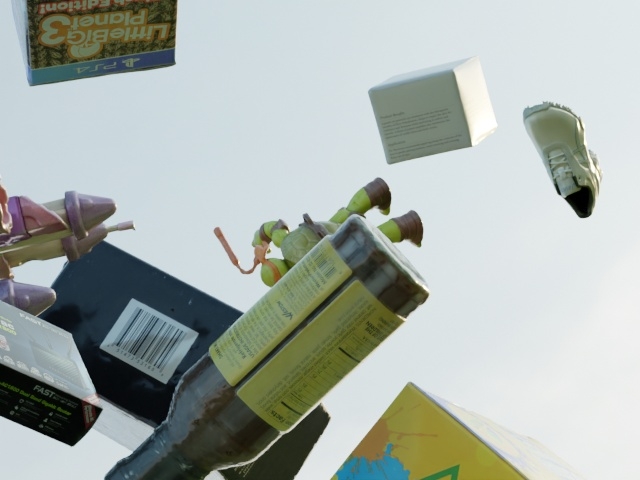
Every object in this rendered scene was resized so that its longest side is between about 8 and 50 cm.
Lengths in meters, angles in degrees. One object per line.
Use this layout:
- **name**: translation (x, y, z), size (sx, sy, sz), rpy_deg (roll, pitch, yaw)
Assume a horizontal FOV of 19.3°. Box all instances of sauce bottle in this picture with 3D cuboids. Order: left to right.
- **sauce bottle**: translation (-0.056, 0.125, 1.723), size (0.344, 0.111, 0.111), rpy_deg (-42, -33, 8)

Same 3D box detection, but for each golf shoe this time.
- **golf shoe**: translation (0.308, -0.100, 2.359), size (0.069, 0.086, 0.176), rpy_deg (-20, -47, 24)

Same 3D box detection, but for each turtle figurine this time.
- **turtle figurine**: translation (0.000, 0.000, 2.290), size (0.217, 0.269, 0.087), rpy_deg (-28, -52, -21)

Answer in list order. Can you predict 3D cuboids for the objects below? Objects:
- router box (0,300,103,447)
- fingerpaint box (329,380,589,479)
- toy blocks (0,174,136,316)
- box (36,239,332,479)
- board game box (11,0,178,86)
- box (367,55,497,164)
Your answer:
- **router box**: translation (-0.213, 0.080, 1.279), size (0.122, 0.092, 0.038), rpy_deg (30, -74, -37)
- **fingerpaint box**: translation (0.082, 0.336, 1.628), size (0.371, 0.163, 0.445), rpy_deg (-52, -22, 2)
- **toy blocks**: translation (-0.342, -0.028, 1.978), size (0.260, 0.309, 0.288), rpy_deg (-14, -11, 0)
- **box**: translation (-0.176, 0.173, 2.326), size (0.182, 0.296, 0.294), rpy_deg (-57, -24, -16)
- **board game box**: translation (-0.216, -0.323, 1.690), size (0.141, 0.232, 0.291), rpy_deg (-9, -31, -12)
- **box**: translation (0.121, -0.140, 2.021), size (0.101, 0.087, 0.102), rpy_deg (-12, 11, 24)
